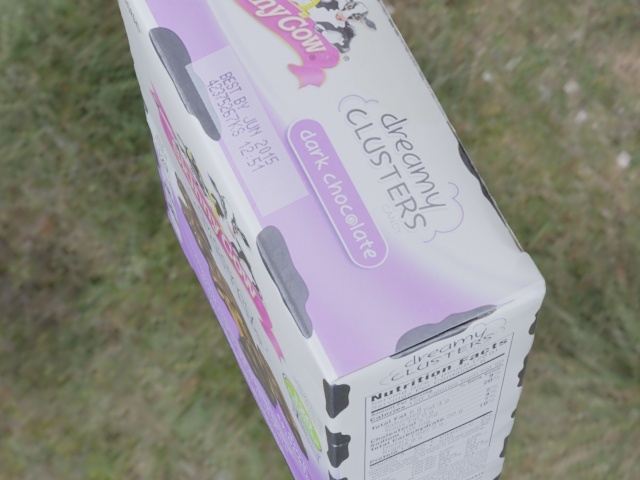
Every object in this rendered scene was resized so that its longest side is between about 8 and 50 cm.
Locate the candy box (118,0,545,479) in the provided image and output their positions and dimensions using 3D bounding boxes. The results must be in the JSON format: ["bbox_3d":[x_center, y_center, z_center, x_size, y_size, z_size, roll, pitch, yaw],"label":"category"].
[{"bbox_3d":[0.000,0.000,0.603,0.196,0.070,0.165,87,158,-65],"label":"candy box"}]
